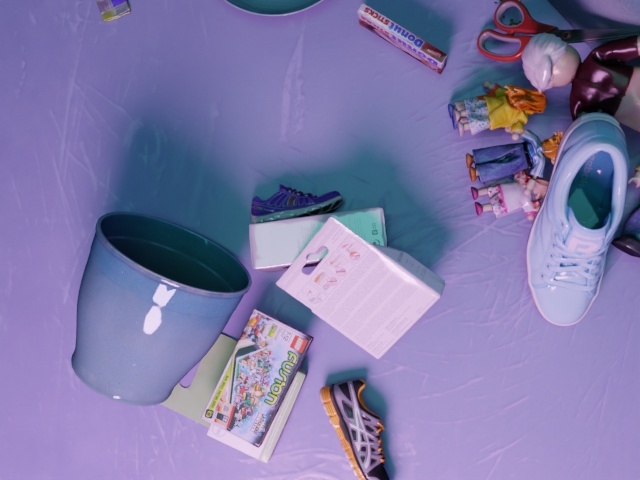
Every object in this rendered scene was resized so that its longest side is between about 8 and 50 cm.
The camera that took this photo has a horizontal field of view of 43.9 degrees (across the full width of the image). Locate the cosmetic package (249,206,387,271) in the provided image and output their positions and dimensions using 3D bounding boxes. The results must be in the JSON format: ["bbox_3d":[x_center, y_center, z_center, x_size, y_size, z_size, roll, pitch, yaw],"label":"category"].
[{"bbox_3d":[0.000,0.000,1.379,0.231,0.117,0.085,-6,84,5],"label":"cosmetic package"}]

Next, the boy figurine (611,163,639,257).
[{"bbox_3d":[0.612,-0.086,1.323,0.177,0.092,0.285,34,93,12],"label":"boy figurine"}]

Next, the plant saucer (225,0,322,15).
[{"bbox_3d":[-0.078,-0.563,1.469,0.317,0.044,0.318,-1,85,7],"label":"plant saucer"}]

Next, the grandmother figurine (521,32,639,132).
[{"bbox_3d":[0.481,-0.234,1.266,0.342,0.104,0.208,26,113,12],"label":"grandmother figurine"}]

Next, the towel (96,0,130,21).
[{"bbox_3d":[-0.401,-0.464,1.517,0.060,0.009,0.083,-20,83,4],"label":"towel"}]

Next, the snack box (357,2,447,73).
[{"bbox_3d":[0.145,-0.359,1.414,0.178,0.064,0.022,34,89,8],"label":"snack box"}]

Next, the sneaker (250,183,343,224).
[{"bbox_3d":[-0.045,-0.070,1.416,0.170,0.068,0.071,-9,79,7],"label":"sneaker"}]

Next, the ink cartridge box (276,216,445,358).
[{"bbox_3d":[0.066,0.073,1.333,0.224,0.056,0.181,37,122,-4],"label":"ink cartridge box"}]

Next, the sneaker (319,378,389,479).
[{"bbox_3d":[0.076,0.337,1.361,0.083,0.084,0.215,-26,82,0],"label":"sneaker"}]

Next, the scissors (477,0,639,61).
[{"bbox_3d":[0.392,-0.330,1.325,0.297,0.021,0.109,29,98,40],"label":"scissors"}]

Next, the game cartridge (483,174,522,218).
[{"bbox_3d":[0.322,-0.086,1.396,0.056,0.017,0.083,-19,84,2],"label":"game cartridge"}]

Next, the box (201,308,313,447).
[{"bbox_3d":[-0.107,0.234,1.359,0.114,0.036,0.207,25,88,7],"label":"box"}]

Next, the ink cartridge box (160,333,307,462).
[{"bbox_3d":[-0.162,0.265,1.410,0.235,0.056,0.171,23,89,7],"label":"ink cartridge box"}]

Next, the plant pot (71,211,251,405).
[{"bbox_3d":[-0.291,0.126,1.346,0.271,0.271,0.255,28,105,8],"label":"plant pot"}]

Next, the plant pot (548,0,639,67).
[{"bbox_3d":[0.547,-0.436,1.276,0.247,0.252,0.248,-38,82,3],"label":"plant pot"}]

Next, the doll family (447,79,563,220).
[{"bbox_3d":[0.322,-0.167,1.339,0.163,0.118,0.263,-14,77,4],"label":"doll family"}]

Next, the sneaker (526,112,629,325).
[{"bbox_3d":[0.400,-0.011,1.259,0.135,0.150,0.366,6,113,13],"label":"sneaker"}]

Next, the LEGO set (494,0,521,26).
[{"bbox_3d":[0.336,-0.422,1.420,0.054,0.023,0.083,8,100,10],"label":"LEGO set"}]
